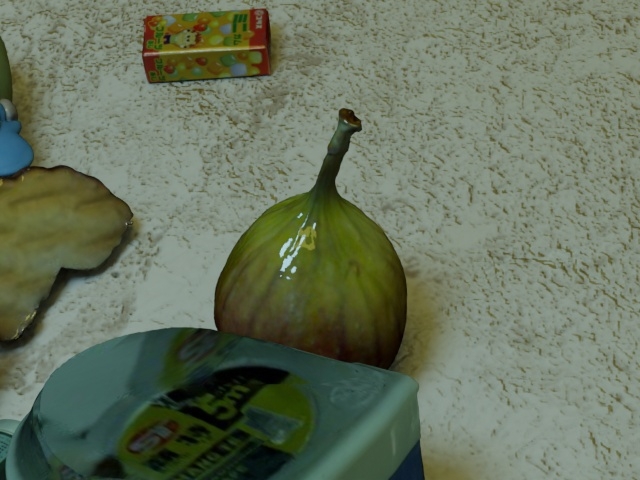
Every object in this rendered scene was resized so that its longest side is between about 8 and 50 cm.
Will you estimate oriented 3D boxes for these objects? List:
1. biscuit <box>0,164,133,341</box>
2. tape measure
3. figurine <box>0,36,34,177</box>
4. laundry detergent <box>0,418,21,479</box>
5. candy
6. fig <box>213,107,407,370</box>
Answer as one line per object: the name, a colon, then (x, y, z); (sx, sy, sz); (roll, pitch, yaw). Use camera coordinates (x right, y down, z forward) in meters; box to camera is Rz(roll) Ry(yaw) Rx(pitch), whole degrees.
biscuit: (-0.250, 0.001, 1.573); (0.183, 0.061, 0.118); (-42, 96, -31)
tape measure: (-0.083, 0.172, 1.298); (0.262, 0.138, 0.259); (20, 36, 27)
figurine: (-0.357, -0.120, 1.639); (0.180, 0.154, 0.262); (29, 24, -28)
laundry detergent: (-0.287, 0.215, 1.313); (0.099, 0.070, 0.226); (-23, 13, 41)
candy: (-0.109, -0.187, 1.772); (0.122, 0.038, 0.062); (-4, 44, 2)
fig: (0.009, 0.007, 1.450); (0.143, 0.230, 0.160); (11, 18, -46)
